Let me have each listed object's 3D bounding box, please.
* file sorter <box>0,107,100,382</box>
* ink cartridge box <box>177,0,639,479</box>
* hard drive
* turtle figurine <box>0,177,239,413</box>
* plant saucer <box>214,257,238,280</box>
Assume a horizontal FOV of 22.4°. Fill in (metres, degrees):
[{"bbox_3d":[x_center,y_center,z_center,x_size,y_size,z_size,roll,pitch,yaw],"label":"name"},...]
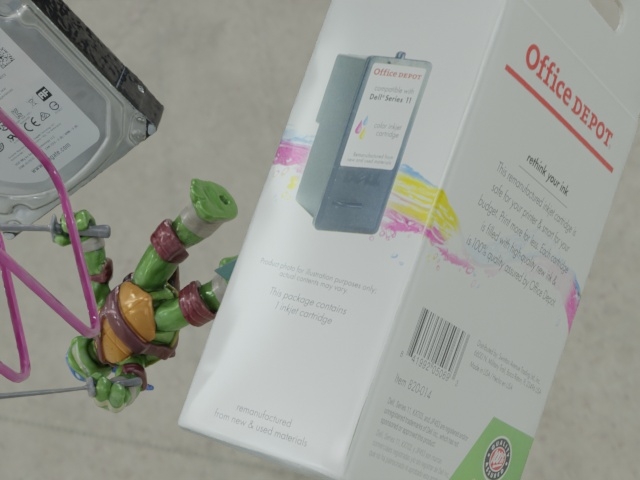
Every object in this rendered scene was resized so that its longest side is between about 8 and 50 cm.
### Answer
[{"bbox_3d":[-0.329,0.033,1.157,0.291,0.182,0.202,-29,49,8],"label":"file sorter"},{"bbox_3d":[0.072,-0.021,0.948,0.119,0.207,0.353,14,79,34],"label":"ink cartridge box"},{"bbox_3d":[-0.364,-0.183,1.711,0.237,0.339,0.064,-33,23,23],"label":"hard drive"},{"bbox_3d":[-0.205,0.058,1.607,0.266,0.275,0.197,-35,34,25],"label":"turtle figurine"},{"bbox_3d":[0.000,0.000,1.213,0.067,0.018,0.192,-28,-6,32],"label":"plant saucer"}]
